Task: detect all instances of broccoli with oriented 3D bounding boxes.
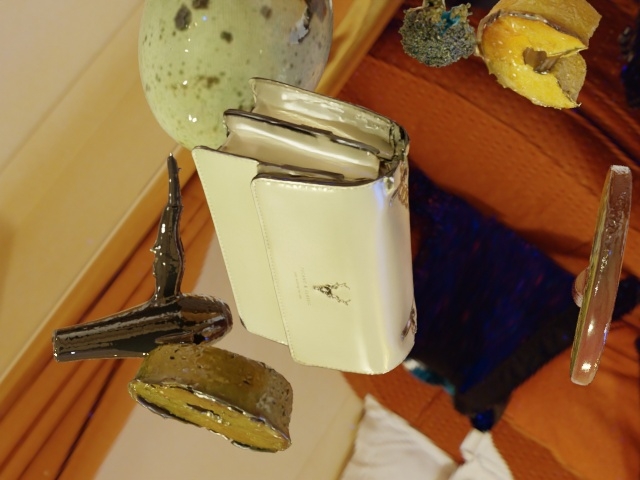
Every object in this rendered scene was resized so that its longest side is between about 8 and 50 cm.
[{"bbox_3d":[0.220,-0.407,1.736,0.167,0.160,0.154,-5,173,-10],"label":"broccoli"}]

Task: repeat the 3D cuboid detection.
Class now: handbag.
[{"bbox_3d":[0.000,0.000,1.150,0.236,0.160,0.359,16,143,21],"label":"handbag"}]

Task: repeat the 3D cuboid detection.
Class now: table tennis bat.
[{"bbox_3d":[0.354,0.049,1.175,0.051,0.268,0.414,11,176,14],"label":"table tennis bat"}]

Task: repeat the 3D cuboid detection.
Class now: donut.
[{"bbox_3d":[0.259,-0.239,1.109,0.146,0.078,0.181,26,166,20],"label":"donut"},{"bbox_3d":[-0.162,0.235,1.444,0.271,0.107,0.272,15,154,7],"label":"donut"}]

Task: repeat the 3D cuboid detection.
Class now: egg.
[{"bbox_3d":[-0.130,-0.301,1.384,0.287,0.380,0.288,20,161,7],"label":"egg"}]

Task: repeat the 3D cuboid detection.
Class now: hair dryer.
[{"bbox_3d":[-0.281,0.033,1.486,0.303,0.360,0.120,-3,-162,-28],"label":"hair dryer"}]
